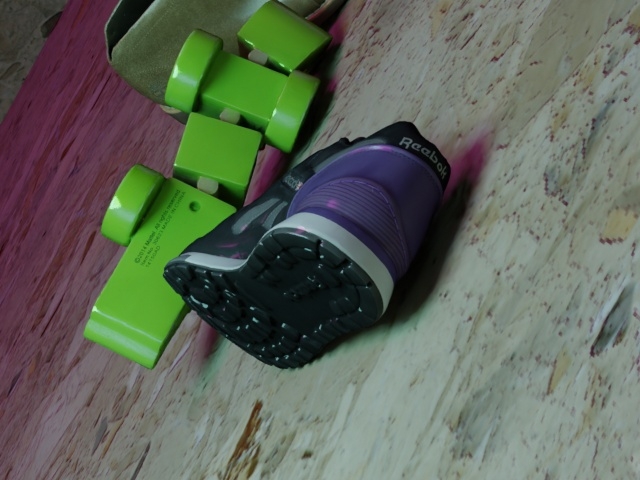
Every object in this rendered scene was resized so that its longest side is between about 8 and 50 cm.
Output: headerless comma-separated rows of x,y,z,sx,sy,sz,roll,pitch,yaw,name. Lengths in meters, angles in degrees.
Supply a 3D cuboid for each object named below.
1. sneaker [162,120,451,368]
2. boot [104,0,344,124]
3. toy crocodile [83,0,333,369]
0.000,0.000,1.281,0.124,0.107,0.283,-53,15,-22,sneaker
-0.060,-0.229,1.694,0.305,0.115,0.112,-42,38,19,boot
-0.086,-0.052,1.565,0.105,0.115,0.340,107,-175,-65,toy crocodile
